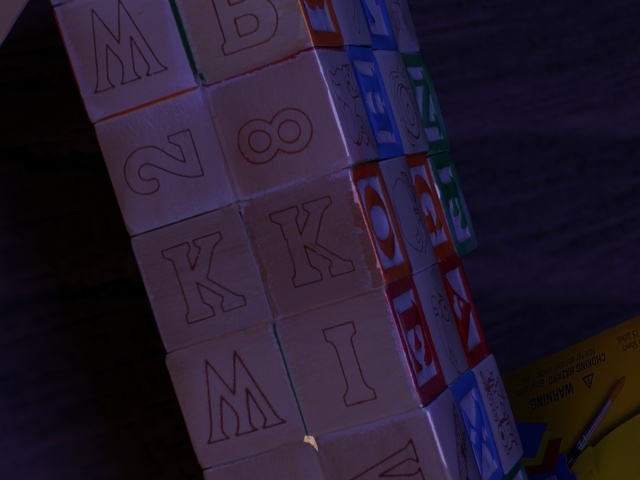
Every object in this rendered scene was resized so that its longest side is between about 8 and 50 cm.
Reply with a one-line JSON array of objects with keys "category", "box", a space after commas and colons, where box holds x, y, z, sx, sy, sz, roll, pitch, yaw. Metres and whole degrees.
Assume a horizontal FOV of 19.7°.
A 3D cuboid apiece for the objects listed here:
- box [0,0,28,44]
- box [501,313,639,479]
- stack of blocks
[{"category": "box", "box": [-0.192, -0.226, 0.627, 0.215, 0.168, 0.345, 16, 59, -22]}, {"category": "box", "box": [0.220, 0.162, 0.724, 0.177, 0.290, 0.279, 12, 61, -36]}, {"category": "stack of blocks", "box": [0.000, 0.000, 0.705, 0.171, 0.087, 0.297, -18, 91, -74]}]
